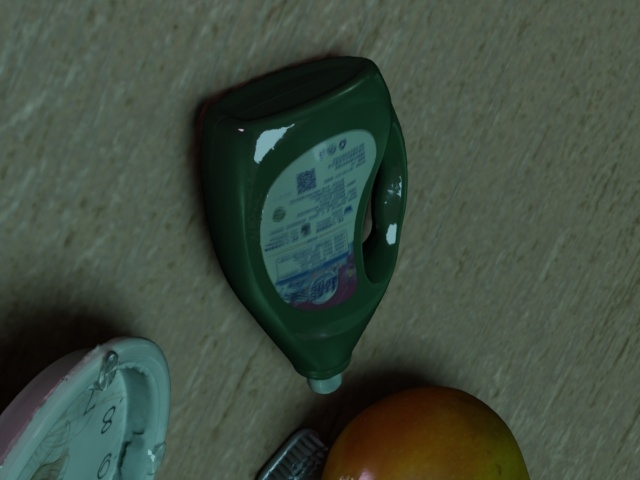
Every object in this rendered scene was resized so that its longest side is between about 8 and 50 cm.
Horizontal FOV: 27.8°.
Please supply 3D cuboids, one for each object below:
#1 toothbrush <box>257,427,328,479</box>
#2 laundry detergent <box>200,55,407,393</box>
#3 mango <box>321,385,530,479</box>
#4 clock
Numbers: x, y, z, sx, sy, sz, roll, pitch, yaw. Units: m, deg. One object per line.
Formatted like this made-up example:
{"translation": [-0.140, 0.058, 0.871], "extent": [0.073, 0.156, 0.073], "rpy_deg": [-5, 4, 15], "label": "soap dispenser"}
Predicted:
{"translation": [-0.114, 0.266, 0.860], "extent": [0.024, 0.029, 0.354], "rpy_deg": [43, 85, -25], "label": "toothbrush"}
{"translation": [0.000, 0.000, 0.791], "extent": [0.137, 0.063, 0.210], "rpy_deg": [-29, 127, -29], "label": "laundry detergent"}
{"translation": [0.090, 0.177, 0.908], "extent": [0.253, 0.113, 0.138], "rpy_deg": [30, 70, -53], "label": "mango"}
{"translation": [-0.158, 0.154, 0.712], "extent": [0.236, 0.053, 0.236], "rpy_deg": [-60, 165, -27], "label": "clock"}
